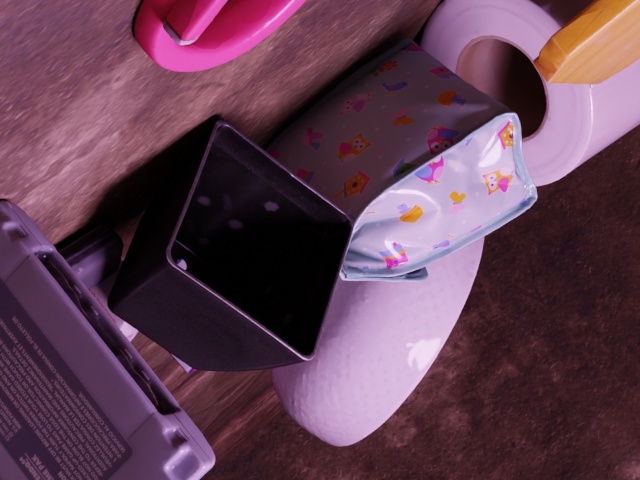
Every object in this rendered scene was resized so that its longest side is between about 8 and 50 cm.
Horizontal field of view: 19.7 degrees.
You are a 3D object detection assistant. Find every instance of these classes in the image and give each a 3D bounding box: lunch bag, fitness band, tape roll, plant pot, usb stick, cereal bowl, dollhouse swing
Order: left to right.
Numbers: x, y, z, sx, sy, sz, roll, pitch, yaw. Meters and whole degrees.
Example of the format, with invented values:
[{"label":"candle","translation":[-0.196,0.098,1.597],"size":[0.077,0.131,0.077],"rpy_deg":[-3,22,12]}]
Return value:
[{"label":"usb stick","translation":[-0.305,0.071,1.787],"size":[0.278,0.045,0.077],"rpy_deg":[-35,169,-30]},{"label":"plant pot","translation":[-0.106,0.025,1.864],"size":[0.167,0.187,0.188],"rpy_deg":[-28,-147,44]},{"label":"fitness band","translation":[-0.032,-0.239,1.477],"size":[0.291,0.054,0.209],"rpy_deg":[-46,169,31]},{"label":"cereal bowl","translation":[0.043,0.066,2.188],"size":[0.339,0.141,0.339],"rpy_deg":[-52,-165,21]},{"label":"lunch bag","translation":[0.068,-0.070,2.027],"size":[0.262,0.223,0.160],"rpy_deg":[-34,131,-14]},{"label":"tape roll","translation":[0.258,-0.205,2.140],"size":[0.169,0.246,0.246],"rpy_deg":[-32,166,-40]},{"label":"dollhouse swing","translation":[0.328,-0.359,1.854],"size":[0.305,0.315,0.347],"rpy_deg":[-23,176,22]}]

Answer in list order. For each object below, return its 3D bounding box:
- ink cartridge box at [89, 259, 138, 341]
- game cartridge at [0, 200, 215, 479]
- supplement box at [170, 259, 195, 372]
[{"label":"ink cartridge box","translation":[-0.239,0.079,1.935],"size":[0.052,0.088,0.122],"rpy_deg":[-24,160,-49]},{"label":"game cartridge","translation":[-0.246,0.139,1.583],"size":[0.198,0.297,0.062],"rpy_deg":[-45,165,23]},{"label":"supplement box","translation":[-0.124,0.077,2.287],"size":[0.111,0.114,0.220],"rpy_deg":[-45,171,16]}]
